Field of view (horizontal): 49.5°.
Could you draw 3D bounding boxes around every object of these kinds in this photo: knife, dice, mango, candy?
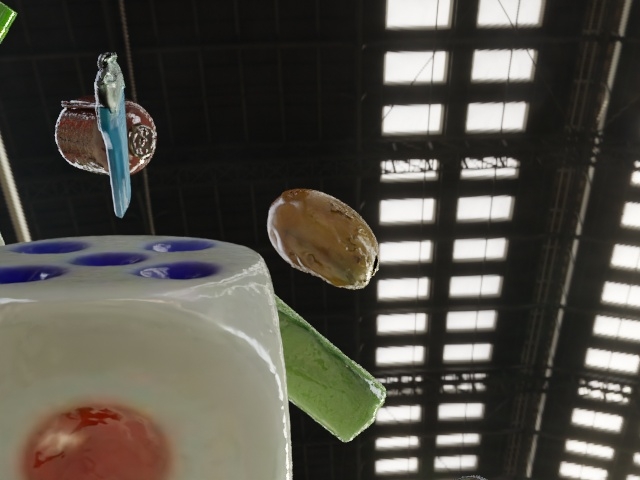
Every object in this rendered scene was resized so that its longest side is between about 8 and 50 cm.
[{"bbox_3d":[-0.202,-0.090,0.677,0.026,0.044,0.296,3,-23,-13],"label":"knife"},{"bbox_3d":[-0.195,0.144,0.672,0.304,0.304,0.277,-4,-79,-10],"label":"dice"},{"bbox_3d":[0.000,0.000,1.327,0.248,0.151,0.156,38,-64,18],"label":"mango"},{"bbox_3d":[-0.030,0.242,1.358,0.343,0.132,0.142,40,-85,6],"label":"candy"}]

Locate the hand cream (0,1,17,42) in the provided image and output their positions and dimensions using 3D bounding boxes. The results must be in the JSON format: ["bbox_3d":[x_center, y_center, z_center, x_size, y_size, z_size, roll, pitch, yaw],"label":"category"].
[{"bbox_3d":[-0.309,-0.156,0.614,0.036,0.023,0.122,37,-83,29],"label":"hand cream"}]

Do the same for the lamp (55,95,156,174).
[{"bbox_3d":[-0.471,-0.233,1.510,0.258,0.180,0.180,13,-51,32],"label":"lamp"}]

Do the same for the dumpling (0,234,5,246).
[{"bbox_3d":[-0.466,0.035,0.902,0.155,0.111,0.181,9,-51,27],"label":"dumpling"}]

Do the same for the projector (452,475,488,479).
[{"bbox_3d":[0.254,0.464,0.880,0.108,0.108,0.338,-29,-81,25],"label":"projector"}]
